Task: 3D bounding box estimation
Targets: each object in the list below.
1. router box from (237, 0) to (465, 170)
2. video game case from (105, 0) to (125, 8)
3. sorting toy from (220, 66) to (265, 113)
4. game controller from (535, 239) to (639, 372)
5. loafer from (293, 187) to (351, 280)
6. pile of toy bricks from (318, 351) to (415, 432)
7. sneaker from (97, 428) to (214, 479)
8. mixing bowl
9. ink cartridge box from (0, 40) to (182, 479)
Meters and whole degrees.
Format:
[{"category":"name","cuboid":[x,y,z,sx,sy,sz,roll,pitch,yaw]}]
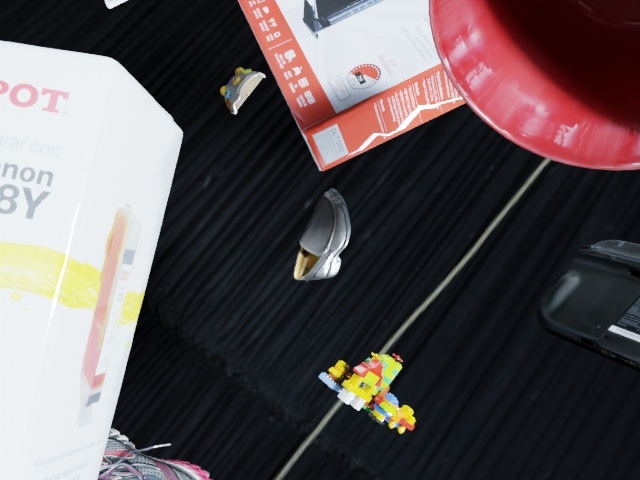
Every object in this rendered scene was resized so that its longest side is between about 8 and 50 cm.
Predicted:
[{"category":"router box","cuboid":[0.068,-0.287,0.835,0.335,0.301,0.082,65,-178,35]},{"category":"video game case","cuboid":[-0.371,-0.497,1.215,0.011,0.087,0.122,45,-158,-73]},{"category":"sorting toy","cuboid":[-0.126,-0.253,1.077,0.045,0.083,0.075,39,177,-21]},{"category":"game controller","cuboid":[0.408,0.085,0.787,0.067,0.166,0.319,44,170,-27]},{"category":"loafer","cuboid":[0.000,0.000,0.947,0.062,0.061,0.170,48,146,35]},{"category":"pile of toy bricks","cuboid":[0.097,0.233,1.101,0.212,0.105,0.118,40,176,-42]},{"category":"sneaker","cuboid":[-0.294,0.328,0.915,0.299,0.120,0.112,6,168,19]},{"category":"mixing bowl","cuboid":[0.163,-0.138,0.362,0.181,0.098,0.181,26,146,19]},{"category":"ink cartridge box","cuboid":[-0.299,0.044,0.504,0.279,0.384,0.160,11,172,6]}]
